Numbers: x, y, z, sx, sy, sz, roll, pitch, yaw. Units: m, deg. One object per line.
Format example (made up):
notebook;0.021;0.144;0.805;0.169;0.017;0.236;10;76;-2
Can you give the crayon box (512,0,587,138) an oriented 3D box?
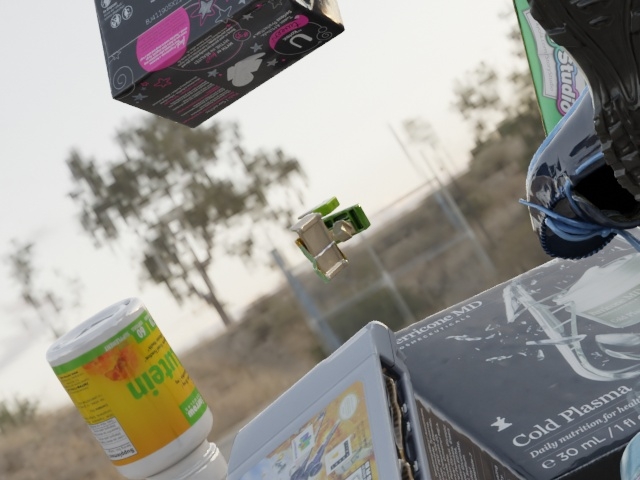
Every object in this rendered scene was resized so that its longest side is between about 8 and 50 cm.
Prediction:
crayon box;0.379;-0.262;1.626;0.313;0.363;0.106;-26;18;-30

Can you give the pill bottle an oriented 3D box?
pill bottle;-0.217;0.205;1.711;0.136;0.245;0.136;-30;10;6

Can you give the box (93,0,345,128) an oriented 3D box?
box;-0.119;-0.265;1.599;0.247;0.163;0.142;-29;-29;29

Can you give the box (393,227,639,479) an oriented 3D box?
box;0.388;0.246;1.858;0.480;0.297;0.472;-23;23;-17

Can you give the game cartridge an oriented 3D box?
game cartridge;0.000;0.212;1.131;0.198;0.062;0.297;-38;27;17

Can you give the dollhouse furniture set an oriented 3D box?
dollhouse furniture set;0.000;0.000;1.661;0.058;0.076;0.152;-25;9;33

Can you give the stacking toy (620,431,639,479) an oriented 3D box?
stacking toy;0.326;0.118;0.837;0.130;0.280;0.309;-76;-7;-45

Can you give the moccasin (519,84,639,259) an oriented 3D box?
moccasin;0.279;-0.060;1.384;0.138;0.116;0.342;-4;-29;-5

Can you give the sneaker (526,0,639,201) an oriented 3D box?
sneaker;0.202;-0.152;0.899;0.100;0.271;0.108;-9;28;34
